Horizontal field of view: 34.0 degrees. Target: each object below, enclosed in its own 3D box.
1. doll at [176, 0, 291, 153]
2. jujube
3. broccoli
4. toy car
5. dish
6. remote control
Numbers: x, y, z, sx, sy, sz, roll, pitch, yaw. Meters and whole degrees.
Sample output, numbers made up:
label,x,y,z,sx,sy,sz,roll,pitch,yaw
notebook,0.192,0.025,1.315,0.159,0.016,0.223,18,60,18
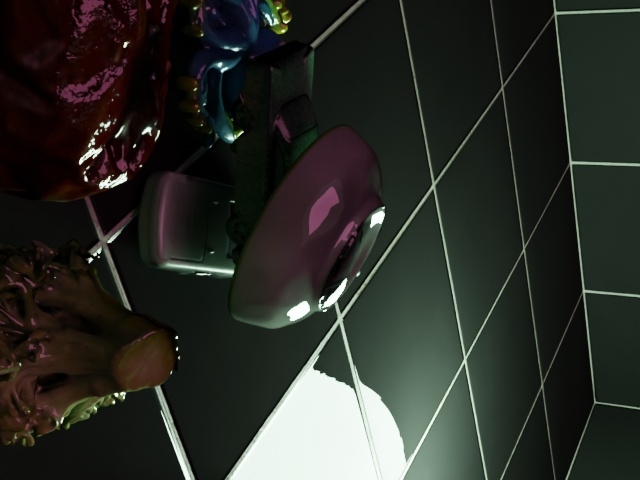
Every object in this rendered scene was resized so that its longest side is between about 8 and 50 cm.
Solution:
label,x,y,z,sx,sy,sz,roll,pitch,yaw
doll,-0.109,-0.301,1.524,0.341,0.099,0.346,67,35,-55
jujube,-0.279,-0.237,1.078,0.276,0.276,0.376,-34,124,-56
broccoli,-0.277,0.127,1.144,0.288,0.246,0.247,-2,105,-56
toy car,-0.064,-0.115,1.494,0.141,0.097,0.320,-40,141,-55
dish,0.009,0.004,1.499,0.324,0.124,0.324,-54,166,-21
remote control,-0.162,-0.016,1.530,0.296,0.056,0.140,9,82,-61
